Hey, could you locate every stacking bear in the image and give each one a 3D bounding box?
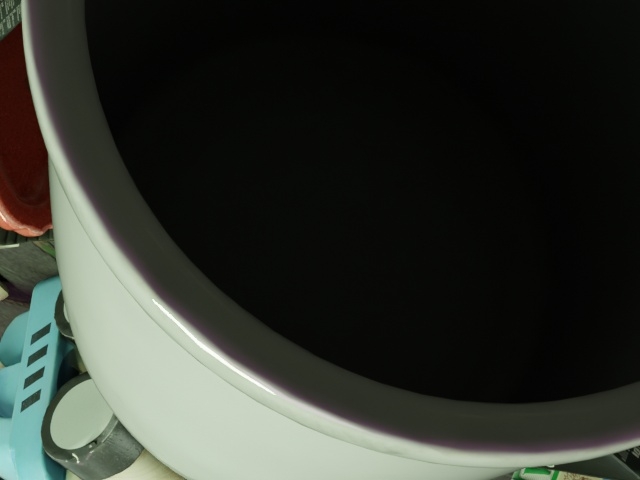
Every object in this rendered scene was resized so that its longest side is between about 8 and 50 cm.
[{"bbox_3d":[-0.287,-0.090,1.118,0.289,0.175,0.164,-8,113,43],"label":"stacking bear"}]

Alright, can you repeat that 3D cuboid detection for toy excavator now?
[{"bbox_3d":[-0.333,0.159,1.686,0.445,0.433,0.222,-18,140,23],"label":"toy excavator"}]

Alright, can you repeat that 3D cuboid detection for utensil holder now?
[{"bbox_3d":[0.028,-0.038,0.696,0.327,0.328,0.385,27,162,-3],"label":"utensil holder"}]

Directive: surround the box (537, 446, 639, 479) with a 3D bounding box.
[{"bbox_3d":[0.189,0.158,1.362,0.190,0.045,0.184,40,158,-34],"label":"box"}]

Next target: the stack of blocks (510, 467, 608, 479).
[{"bbox_3d":[0.191,0.362,1.488,0.171,0.297,0.087,22,161,12],"label":"stack of blocks"}]

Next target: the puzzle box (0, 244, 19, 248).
[{"bbox_3d":[-0.556,-0.024,1.542,0.408,0.052,0.272,5,175,-35],"label":"puzzle box"}]

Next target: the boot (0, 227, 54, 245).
[{"bbox_3d":[-0.306,-0.028,1.403,0.197,0.077,0.137,14,172,-29],"label":"boot"}]

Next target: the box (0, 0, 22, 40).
[{"bbox_3d":[-0.245,-0.180,0.843,0.147,0.077,0.180,43,168,-2],"label":"box"}]
